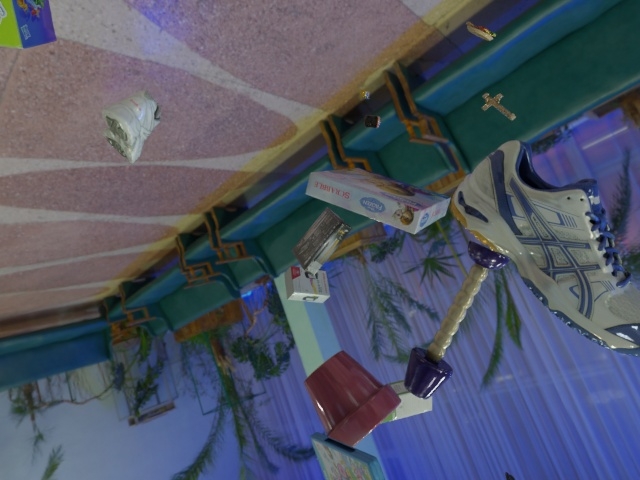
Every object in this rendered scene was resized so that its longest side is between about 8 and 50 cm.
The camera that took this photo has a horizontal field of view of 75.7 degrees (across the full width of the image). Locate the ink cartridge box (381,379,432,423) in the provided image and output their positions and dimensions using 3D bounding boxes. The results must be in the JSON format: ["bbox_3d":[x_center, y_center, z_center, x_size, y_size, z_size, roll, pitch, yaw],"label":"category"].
[{"bbox_3d":[0.259,0.523,1.352,0.209,0.109,0.062,-11,-153,-8],"label":"ink cartridge box"}]

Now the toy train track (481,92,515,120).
[{"bbox_3d":[0.362,-0.274,0.835,0.048,0.083,0.014,-38,155,3],"label":"toy train track"}]

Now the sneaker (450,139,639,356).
[{"bbox_3d":[0.297,-0.001,0.489,0.111,0.296,0.131,-16,146,-49],"label":"sneaker"}]

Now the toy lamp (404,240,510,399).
[{"bbox_3d":[0.222,0.139,0.695,0.275,0.080,0.080,-66,157,8],"label":"toy lamp"}]

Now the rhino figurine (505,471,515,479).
[{"bbox_3d":[0.237,0.352,0.470,0.106,0.244,0.073,15,-142,36],"label":"rhino figurine"}]

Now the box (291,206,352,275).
[{"bbox_3d":[0.000,0.000,1.565,0.231,0.056,0.183,-50,-153,4],"label":"box"}]

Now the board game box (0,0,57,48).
[{"bbox_3d":[-0.456,-0.319,0.362,0.346,0.078,0.234,3,121,-8],"label":"board game box"}]

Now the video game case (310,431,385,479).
[{"bbox_3d":[0.043,0.308,0.503,0.015,0.119,0.166,-18,174,-27],"label":"video game case"}]

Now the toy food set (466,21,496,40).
[{"bbox_3d":[0.446,-0.581,1.146,0.082,0.083,0.020,18,117,-19],"label":"toy food set"}]

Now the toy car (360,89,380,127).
[{"bbox_3d":[0.154,-0.384,1.201,0.040,0.122,0.060,-7,-178,-35],"label":"toy car"}]

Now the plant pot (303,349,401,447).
[{"bbox_3d":[0.063,0.375,0.990,0.201,0.180,0.201,-35,159,-15],"label":"plant pot"}]

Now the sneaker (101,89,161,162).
[{"bbox_3d":[-0.379,-0.237,0.855,0.115,0.090,0.232,-49,-161,-23],"label":"sneaker"}]

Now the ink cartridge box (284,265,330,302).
[{"bbox_3d":[-0.057,0.188,1.754,0.174,0.128,0.072,10,142,-29],"label":"ink cartridge box"}]

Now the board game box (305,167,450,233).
[{"bbox_3d":[0.174,-0.127,1.163,0.318,0.066,0.318,22,-159,23],"label":"board game box"}]
